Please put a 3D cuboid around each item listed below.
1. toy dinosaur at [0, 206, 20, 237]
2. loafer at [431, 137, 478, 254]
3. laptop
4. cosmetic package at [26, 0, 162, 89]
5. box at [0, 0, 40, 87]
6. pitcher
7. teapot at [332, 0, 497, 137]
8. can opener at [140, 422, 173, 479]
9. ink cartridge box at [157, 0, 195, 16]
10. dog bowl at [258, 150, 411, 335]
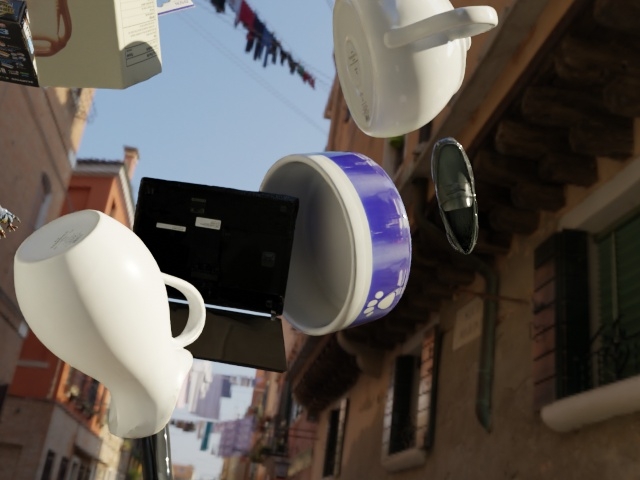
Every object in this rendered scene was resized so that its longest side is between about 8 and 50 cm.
[{"bbox_3d":[-0.541,-0.041,1.178,0.090,0.047,0.082,37,-34,34],"label":"toy dinosaur"},{"bbox_3d":[0.255,-0.080,1.310,0.076,0.078,0.223,-12,-69,5],"label":"loafer"},{"bbox_3d":[-0.154,0.057,1.044,0.234,0.264,0.136,8,-2,7],"label":"laptop"},{"bbox_3d":[-0.307,-0.363,0.944,0.129,0.296,0.153,3,22,7],"label":"cosmetic package"},{"bbox_3d":[-0.820,-0.481,1.646,0.296,0.073,0.293,9,-20,-10],"label":"box"},{"bbox_3d":[-0.193,0.062,0.700,0.125,0.177,0.207,-5,-55,25],"label":"pitcher"},{"bbox_3d":[0.136,-0.281,1.044,0.187,0.256,0.252,-14,-42,-8],"label":"teapot"},{"bbox_3d":[-0.216,0.310,0.943,0.059,0.186,0.073,-35,-31,24],"label":"can opener"},{"bbox_3d":[-0.457,-0.613,1.544,0.371,0.176,0.069,49,-42,8],"label":"ink cartridge box"},{"bbox_3d":[0.010,0.001,1.041,0.104,0.265,0.265,-9,-11,-34],"label":"dog bowl"}]
